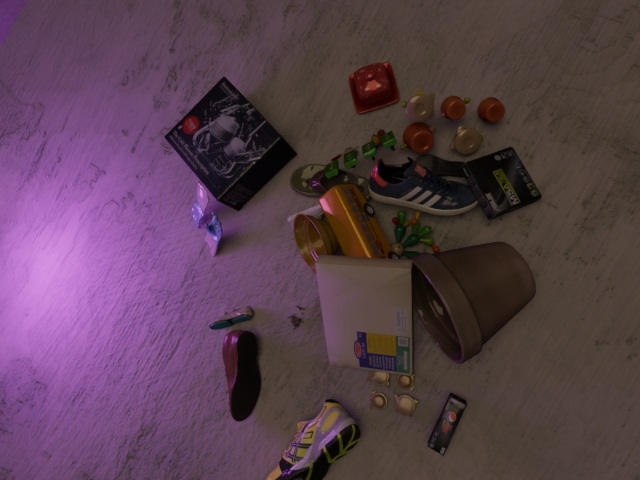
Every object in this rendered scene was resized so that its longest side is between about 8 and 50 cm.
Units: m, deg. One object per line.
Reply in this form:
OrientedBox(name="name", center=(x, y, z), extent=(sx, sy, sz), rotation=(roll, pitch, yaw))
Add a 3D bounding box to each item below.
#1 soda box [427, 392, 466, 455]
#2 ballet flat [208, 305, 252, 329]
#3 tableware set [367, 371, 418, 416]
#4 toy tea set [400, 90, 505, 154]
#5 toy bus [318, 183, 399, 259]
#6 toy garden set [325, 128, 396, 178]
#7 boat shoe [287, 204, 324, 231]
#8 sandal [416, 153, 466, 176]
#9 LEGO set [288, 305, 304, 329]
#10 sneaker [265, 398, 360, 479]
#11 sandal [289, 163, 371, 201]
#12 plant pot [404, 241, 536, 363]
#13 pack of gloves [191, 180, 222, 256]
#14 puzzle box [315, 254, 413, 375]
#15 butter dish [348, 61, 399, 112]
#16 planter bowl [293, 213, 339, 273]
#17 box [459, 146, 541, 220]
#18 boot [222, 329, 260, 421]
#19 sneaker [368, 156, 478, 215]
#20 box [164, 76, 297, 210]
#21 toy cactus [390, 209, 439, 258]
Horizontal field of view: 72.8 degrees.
OrientedBox(name="soda box", center=(0.381, 0.551, 1.307), extent=(0.053, 0.060, 0.168), rotation=(25, 90, 19))
OrientedBox(name="ballet flat", center=(-0.320, 0.275, 1.555), extent=(0.168, 0.057, 0.052), rotation=(-16, 50, 9))
OrientedBox(name="tableware set", center=(0.228, 0.477, 1.382), extent=(0.169, 0.020, 0.140), rotation=(6, 82, 17))
OrientedBox(name="toy tea set", center=(0.418, -0.383, 1.409), extent=(0.337, 0.124, 0.199), rotation=(1, 117, -2))
OrientedBox(name="toy bus", center=(0.127, -0.015, 1.391), extent=(0.108, 0.130, 0.332), rotation=(-36, 73, 40))
OrientedBox(name="toy garden set", center=(0.136, -0.286, 1.445), extent=(0.244, 0.203, 0.049), rotation=(-26, 112, 14))
OrientedBox(name="boat shoe", center=(-0.026, -0.083, 1.513), extent=(0.184, 0.066, 0.063), rotation=(-21, 91, 9))
OrientedBox(name="sandal", center=(0.401, -0.240, 1.432), extent=(0.179, 0.040, 0.067), rotation=(11, 90, 2))
OrientedBox(name="LEGO set", center=(-0.080, 0.269, 1.500), extent=(0.054, 0.023, 0.083), rotation=(35, 79, 15))
OrientedBox(name="sneaker", center=(-0.038, 0.670, 1.388), extent=(0.385, 0.145, 0.147), rotation=(-44, 43, 8))
OrientedBox(name="sandal", center=(0.037, -0.205, 1.498), extent=(0.303, 0.086, 0.120), rotation=(10, 85, 17))
OrientedBox(name="plant pot", center=(0.435, 0.143, 1.249), extent=(0.281, 0.323, 0.323), rotation=(-25, 76, -6))
OrientedBox(name="pack of gloves", center=(-0.421, -0.065, 1.545), extent=(0.046, 0.232, 0.195), rotation=(-24, 73, -32))
OrientedBox(name="puzzle box", center=(0.140, 0.231, 1.299), extent=(0.272, 0.052, 0.408), rotation=(3, 122, 16))
OrientedBox(name="butter dish", center=(0.176, -0.545, 1.493), extent=(0.160, 0.118, 0.159), rotation=(-14, 79, 13))
OrientedBox(name="planter bowl", center=(0.000, 0.000, 1.454), extent=(0.091, 0.217, 0.217), rotation=(-22, 74, -26))
OrientedBox(name="box", center=(0.555, -0.178, 1.336), extent=(0.184, 0.045, 0.190), rotation=(-19, 75, -17))
OrientedBox(name="boot", center=(-0.283, 0.462, 1.503), extent=(0.115, 0.112, 0.304), rotation=(-3, 85, 45))
OrientedBox(name="sneaker", center=(0.324, -0.180, 1.358), extent=(0.351, 0.148, 0.131), rotation=(7, 48, 11))
OrientedBox(name="box", center=(-0.323, -0.345, 1.572), extent=(0.312, 0.179, 0.343), rotation=(-43, 74, 5))
OrientedBox(name="toy cactus", center=(0.281, 0.013, 1.401), extent=(0.181, 0.112, 0.218), rotation=(-34, 83, 19))
